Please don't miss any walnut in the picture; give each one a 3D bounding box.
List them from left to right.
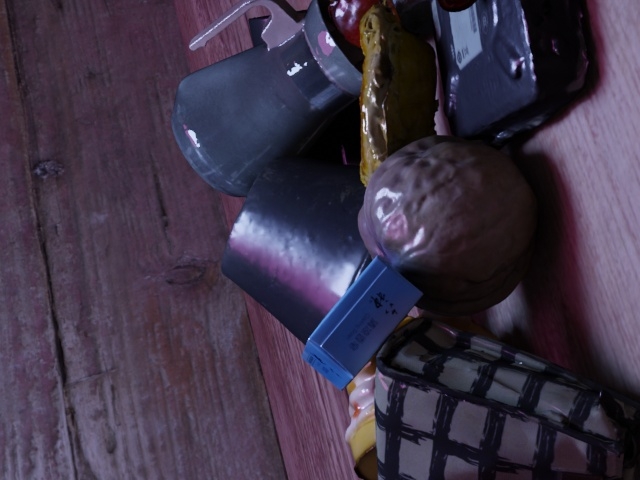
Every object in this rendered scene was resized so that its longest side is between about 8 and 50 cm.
[{"bbox_3d":[0.178,-0.025,1.711,0.248,0.248,0.248,171,90,-76],"label":"walnut"}]

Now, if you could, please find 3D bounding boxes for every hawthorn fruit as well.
[{"bbox_3d":[0.082,-0.368,1.997,0.148,0.172,0.148,-44,38,48],"label":"hawthorn fruit"}]

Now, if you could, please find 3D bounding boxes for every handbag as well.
[{"bbox_3d":[0.229,0.289,1.572,0.327,0.162,0.325,18,127,30],"label":"handbag"}]

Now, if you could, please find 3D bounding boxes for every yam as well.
[{"bbox_3d":[0.133,-0.434,1.919,0.093,0.093,0.259,107,152,-59],"label":"yam"}]

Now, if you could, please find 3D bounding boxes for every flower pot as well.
[{"bbox_3d":[0.000,0.000,2.041,0.379,0.251,0.379,-61,-9,-16],"label":"flower pot"}]

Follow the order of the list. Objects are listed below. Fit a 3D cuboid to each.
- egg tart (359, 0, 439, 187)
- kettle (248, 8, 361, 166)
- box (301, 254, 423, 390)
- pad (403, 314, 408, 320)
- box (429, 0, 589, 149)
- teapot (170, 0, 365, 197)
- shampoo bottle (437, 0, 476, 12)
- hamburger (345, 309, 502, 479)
[{"bbox_3d":[0.112,-0.204,1.845,0.295,0.116,0.295,-1,-90,-86],"label":"egg tart"},{"bbox_3d":[0.016,-0.279,2.348,0.203,0.262,0.308,-31,-66,-62],"label":"kettle"},{"bbox_3d":[0.051,0.115,1.684,0.083,0.142,0.232,41,170,4],"label":"box"},{"bbox_3d":[0.109,0.170,2.185,0.003,0.158,0.235,-47,57,42],"label":"pad"},{"bbox_3d":[0.223,-0.314,1.647,0.350,0.091,0.359,150,112,-74],"label":"box"},{"bbox_3d":[-0.080,-0.262,2.144,0.300,0.344,0.253,42,-152,-27],"label":"teapot"},{"bbox_3d":[0.142,-0.408,1.611,0.102,0.064,0.260,98,161,-47],"label":"shampoo bottle"},{"bbox_3d":[0.167,0.217,1.856,0.276,0.276,0.237,105,162,-57],"label":"hamburger"}]
